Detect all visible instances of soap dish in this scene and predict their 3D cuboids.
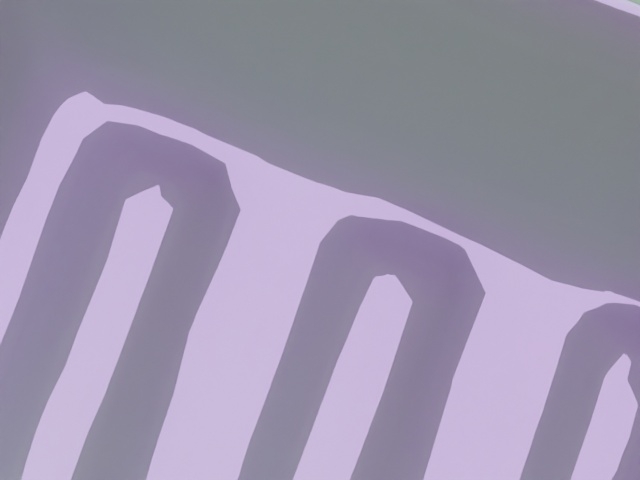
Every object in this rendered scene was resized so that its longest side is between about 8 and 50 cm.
[{"bbox_3d":[0.004,0.045,0.359,0.290,0.118,0.229,20,81,-1],"label":"soap dish"}]
